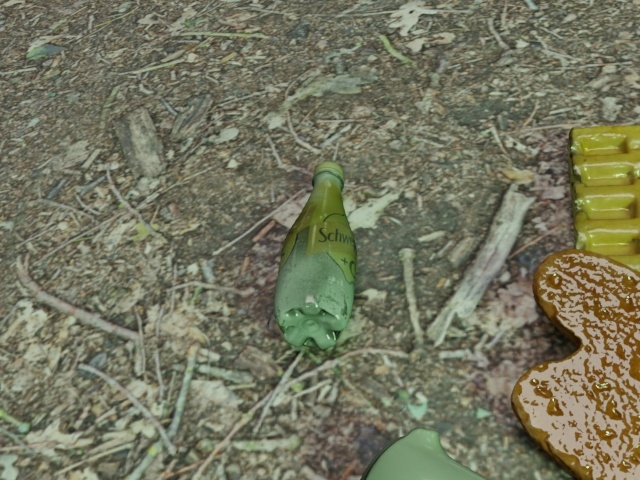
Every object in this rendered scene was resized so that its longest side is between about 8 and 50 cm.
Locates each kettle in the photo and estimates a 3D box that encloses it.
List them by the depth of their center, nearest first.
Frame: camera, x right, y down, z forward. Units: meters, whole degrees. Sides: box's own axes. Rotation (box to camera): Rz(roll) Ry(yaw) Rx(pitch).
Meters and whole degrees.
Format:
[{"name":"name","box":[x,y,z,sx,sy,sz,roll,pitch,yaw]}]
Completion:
[{"name":"kettle","box":[0.101,0.232,0.579,0.148,0.126,0.098,25,23,39]}]

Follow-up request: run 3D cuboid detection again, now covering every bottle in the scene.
[{"name":"bottle","box":[0.000,0.000,0.853,0.083,0.083,0.269,-6,41,11]}]

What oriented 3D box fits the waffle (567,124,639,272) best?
[{"name":"waffle","box":[0.378,-0.039,0.802,0.221,0.055,0.247,-1,43,16]}]

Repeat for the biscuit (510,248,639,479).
[{"name":"biscuit","box":[0.242,0.108,0.670,0.186,0.036,0.192,36,69,26]}]
